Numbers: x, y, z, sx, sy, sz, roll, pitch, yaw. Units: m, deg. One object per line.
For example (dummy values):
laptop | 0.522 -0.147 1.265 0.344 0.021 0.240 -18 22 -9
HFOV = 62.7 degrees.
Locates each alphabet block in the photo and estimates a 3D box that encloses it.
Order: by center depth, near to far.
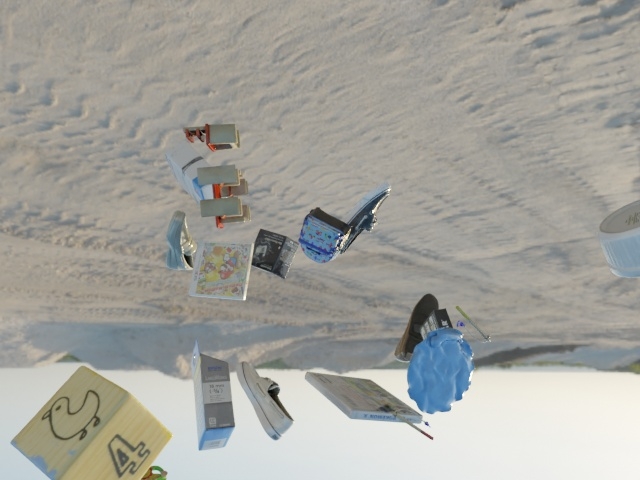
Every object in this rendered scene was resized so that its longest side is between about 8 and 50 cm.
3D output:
alphabet block | -0.469 0.415 1.099 0.192 0.197 0.194 12 142 35

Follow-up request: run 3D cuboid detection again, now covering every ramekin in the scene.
ramekin | 0.752 -0.016 1.218 0.207 0.109 0.207 -32 -173 5

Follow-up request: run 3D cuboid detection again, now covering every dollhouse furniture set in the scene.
dollhouse furniture set | -0.268 -0.160 1.349 0.135 0.260 0.262 -5 179 -2

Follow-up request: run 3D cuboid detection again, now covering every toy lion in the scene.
toy lion | -0.589 0.800 1.800 0.096 0.034 0.100 30 -157 35

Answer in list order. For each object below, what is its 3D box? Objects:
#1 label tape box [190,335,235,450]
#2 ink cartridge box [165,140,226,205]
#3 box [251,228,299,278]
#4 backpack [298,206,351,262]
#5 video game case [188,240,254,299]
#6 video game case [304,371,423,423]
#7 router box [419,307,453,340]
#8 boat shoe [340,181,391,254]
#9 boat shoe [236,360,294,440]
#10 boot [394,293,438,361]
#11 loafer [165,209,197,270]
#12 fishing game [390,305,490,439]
label tape box | -0.385 0.535 1.861 0.105 0.334 0.241 0 145 -20
ink cartridge box | -0.379 -0.192 1.613 0.082 0.191 0.140 -36 155 -19
box | -0.193 0.052 2.107 0.155 0.159 0.093 16 170 39
backpack | 0.000 0.000 1.771 0.158 0.173 0.117 29 -148 7
video game case | -0.359 0.105 1.901 0.226 0.207 0.026 2 165 20
video game case | 0.143 0.546 1.836 0.299 0.036 0.329 15 -179 -29
router box | 0.346 0.303 1.495 0.046 0.179 0.133 -6 148 -14
boat shoe | 0.152 -0.074 1.845 0.301 0.102 0.108 -45 167 9
boat shoe | -0.159 0.443 1.524 0.088 0.267 0.096 -40 136 2
boot | 0.377 0.346 2.106 0.112 0.305 0.115 35 153 -10
loafer | -0.525 0.005 2.002 0.111 0.112 0.320 14 142 -6
fishing game | 0.244 0.270 1.095 0.189 0.264 0.041 38 167 -28
